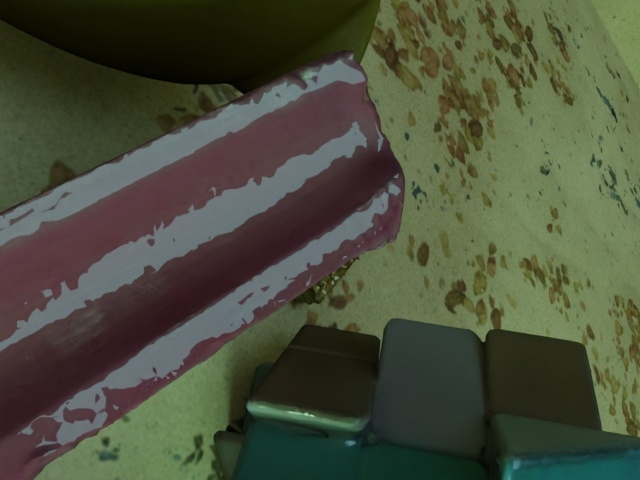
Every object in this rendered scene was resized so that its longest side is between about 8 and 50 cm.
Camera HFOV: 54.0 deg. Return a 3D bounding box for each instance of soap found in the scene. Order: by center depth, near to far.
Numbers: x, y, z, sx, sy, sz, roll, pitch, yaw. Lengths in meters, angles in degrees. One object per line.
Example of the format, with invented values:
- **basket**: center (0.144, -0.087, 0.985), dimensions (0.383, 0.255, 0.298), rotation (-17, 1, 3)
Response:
- **soap**: center (-0.132, 0.027, 0.409), dimensions (0.360, 0.233, 0.128), rotation (-34, 100, -27)

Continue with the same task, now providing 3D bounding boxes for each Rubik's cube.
- **Rubik's cube**: center (0.073, 0.261, 0.553), dimensions (0.368, 0.359, 0.387), rotation (83, 15, -63)

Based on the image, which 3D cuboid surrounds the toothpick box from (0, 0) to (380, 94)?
- **toothpick box**: center (-0.115, -0.333, 0.485), dimensions (0.425, 0.409, 0.408), rotation (26, 60, -43)

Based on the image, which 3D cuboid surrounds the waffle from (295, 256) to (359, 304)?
- **waffle**: center (-0.001, 0.000, 0.763), dimensions (0.148, 0.042, 0.102), rotation (-47, 113, -43)
